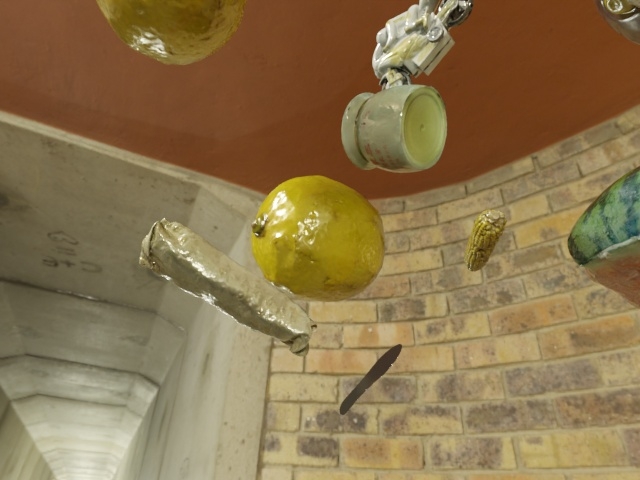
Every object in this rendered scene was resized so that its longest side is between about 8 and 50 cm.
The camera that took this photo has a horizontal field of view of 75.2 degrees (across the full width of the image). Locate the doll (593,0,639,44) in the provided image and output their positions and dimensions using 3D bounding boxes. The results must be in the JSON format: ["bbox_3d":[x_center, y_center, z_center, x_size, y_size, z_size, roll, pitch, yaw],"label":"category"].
[{"bbox_3d":[0.253,-0.194,0.244,0.188,0.096,0.145,21,-34,57],"label":"doll"}]

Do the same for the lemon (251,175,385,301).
[{"bbox_3d":[0.002,0.001,0.843,0.283,0.261,0.260,36,-44,-18],"label":"lemon"}]

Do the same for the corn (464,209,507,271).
[{"bbox_3d":[0.525,0.007,1.348,0.096,0.097,0.320,-2,-31,7],"label":"corn"}]

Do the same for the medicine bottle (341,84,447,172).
[{"bbox_3d":[0.129,-0.195,0.738,0.143,0.148,0.147,12,-20,47],"label":"medicine bottle"}]

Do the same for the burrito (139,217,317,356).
[{"bbox_3d":[-0.124,0.068,0.582,0.275,0.059,0.082,31,-68,2],"label":"burrito"}]

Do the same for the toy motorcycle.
[{"bbox_3d":[0.170,-0.371,0.773,0.074,0.151,0.229,8,-55,-50],"label":"toy motorcycle"}]

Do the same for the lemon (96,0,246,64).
[{"bbox_3d":[-0.237,-0.420,0.661,0.253,0.254,0.310,15,-2,-17],"label":"lemon"}]

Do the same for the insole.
[{"bbox_3d":[0.172,0.477,1.432,0.007,0.109,0.322,40,-86,-7],"label":"insole"}]

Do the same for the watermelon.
[{"bbox_3d":[0.527,-0.021,0.565,0.292,0.283,0.251,35,-39,33],"label":"watermelon"}]
